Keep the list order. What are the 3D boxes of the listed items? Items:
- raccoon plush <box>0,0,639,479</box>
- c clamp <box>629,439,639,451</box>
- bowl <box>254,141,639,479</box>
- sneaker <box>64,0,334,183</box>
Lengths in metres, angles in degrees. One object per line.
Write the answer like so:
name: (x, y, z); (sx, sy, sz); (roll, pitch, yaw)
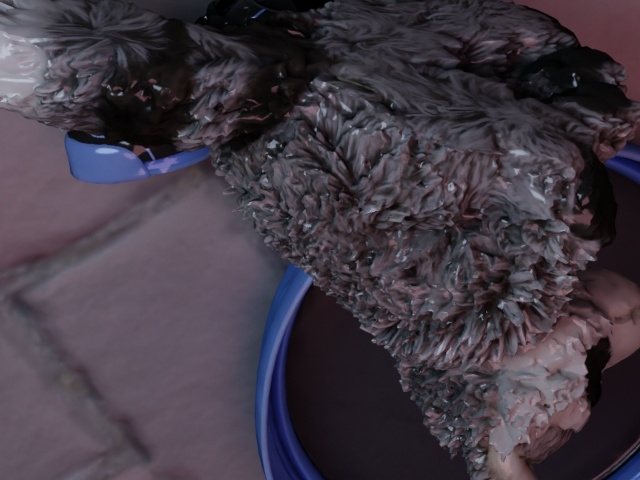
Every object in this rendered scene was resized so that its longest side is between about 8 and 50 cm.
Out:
raccoon plush: (0.000, 0.000, 1.104); (0.447, 0.216, 0.299); (13, 124, 2)
c clamp: (0.275, 0.204, 1.450); (0.137, 0.022, 0.160); (-4, 120, -15)
bowl: (0.138, 0.095, 1.300); (0.391, 0.077, 0.391); (-6, 117, -11)
sneaker: (-0.063, -0.115, 1.132); (0.232, 0.081, 0.090); (-23, 119, -11)
